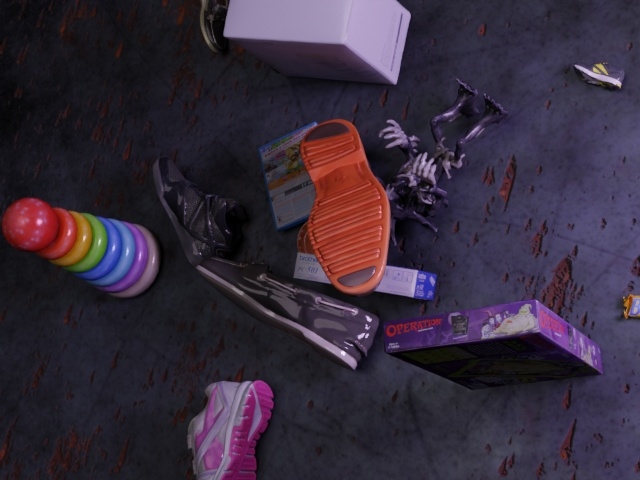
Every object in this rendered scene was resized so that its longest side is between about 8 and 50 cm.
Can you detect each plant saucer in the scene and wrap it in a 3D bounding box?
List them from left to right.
[{"bbox_3d":[0.000,0.000,1.880,0.084,0.013,0.083,-6,75,24],"label":"plant saucer"}]

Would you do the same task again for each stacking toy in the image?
[{"bbox_3d":[-0.419,0.007,1.908,0.141,0.330,0.141,-6,75,26],"label":"stacking toy"}]

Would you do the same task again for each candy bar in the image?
[{"bbox_3d":[0.515,0.101,1.595,0.162,0.018,0.040,4,80,27],"label":"candy bar"}]

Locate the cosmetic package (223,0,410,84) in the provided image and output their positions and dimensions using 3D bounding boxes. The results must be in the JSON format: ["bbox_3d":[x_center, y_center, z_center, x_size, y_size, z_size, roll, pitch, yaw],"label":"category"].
[{"bbox_3d":[-0.002,-0.358,1.843,0.224,0.225,0.138,9,83,27],"label":"cosmetic package"}]

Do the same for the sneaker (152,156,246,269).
[{"bbox_3d":[-0.209,-0.069,1.963,0.130,0.087,0.227,-34,68,14],"label":"sneaker"}]

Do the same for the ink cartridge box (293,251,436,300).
[{"bbox_3d":[0.071,0.057,1.775,0.207,0.097,0.046,9,88,24],"label":"ink cartridge box"}]

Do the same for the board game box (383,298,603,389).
[{"bbox_3d":[0.247,0.150,1.530,0.208,0.347,0.056,-6,73,25],"label":"board game box"}]

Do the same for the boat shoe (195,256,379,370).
[{"bbox_3d":[-0.053,0.099,1.839,0.335,0.112,0.095,29,74,24],"label":"boat shoe"}]

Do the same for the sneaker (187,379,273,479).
[{"bbox_3d":[-0.166,0.346,1.840,0.111,0.103,0.252,10,76,32],"label":"sneaker"}]

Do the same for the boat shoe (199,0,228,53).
[{"bbox_3d":[-0.191,-0.420,2.054,0.049,0.056,0.152,-18,70,27],"label":"boat shoe"}]

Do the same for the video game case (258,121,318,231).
[{"bbox_3d":[-0.040,-0.110,1.918,0.119,0.015,0.166,-23,64,21],"label":"video game case"}]

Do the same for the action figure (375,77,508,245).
[{"bbox_3d":[0.163,-0.128,1.757,0.275,0.141,0.164,-52,47,7],"label":"action figure"}]

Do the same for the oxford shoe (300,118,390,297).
[{"bbox_3d":[0.055,-0.034,1.732,0.130,0.132,0.363,-17,44,10],"label":"oxford shoe"}]

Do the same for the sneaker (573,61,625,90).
[{"bbox_3d":[0.432,-0.260,1.720,0.083,0.031,0.035,29,78,25],"label":"sneaker"}]

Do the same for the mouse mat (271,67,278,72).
[{"bbox_3d":[-0.052,-0.412,2.011,0.190,0.007,0.152,-44,63,10],"label":"mouse mat"}]
